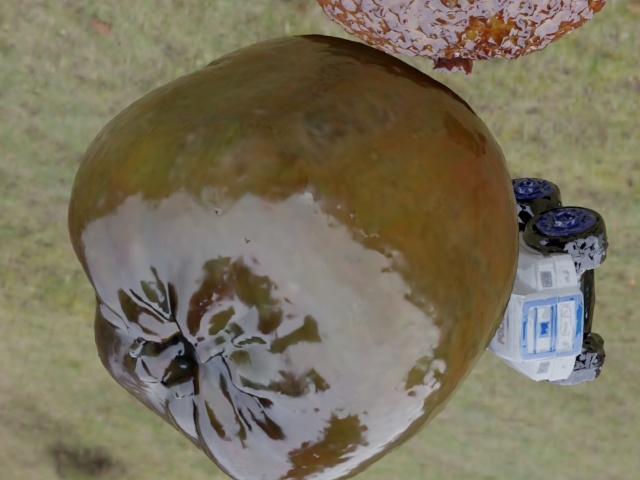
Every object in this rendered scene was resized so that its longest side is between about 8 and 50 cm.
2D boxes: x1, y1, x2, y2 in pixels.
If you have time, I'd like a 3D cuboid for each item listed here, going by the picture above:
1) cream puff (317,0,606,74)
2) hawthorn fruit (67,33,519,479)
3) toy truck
[{"bbox_3d":[0.119,-0.302,1.069,0.350,0.229,0.350,5,120,8],"label":"cream puff"},{"bbox_3d":[0.000,0.000,0.790,0.267,0.301,0.268,26,133,31],"label":"hawthorn fruit"},{"bbox_3d":[0.162,0.041,1.151,0.177,0.213,0.161,-8,112,-12],"label":"toy truck"}]
